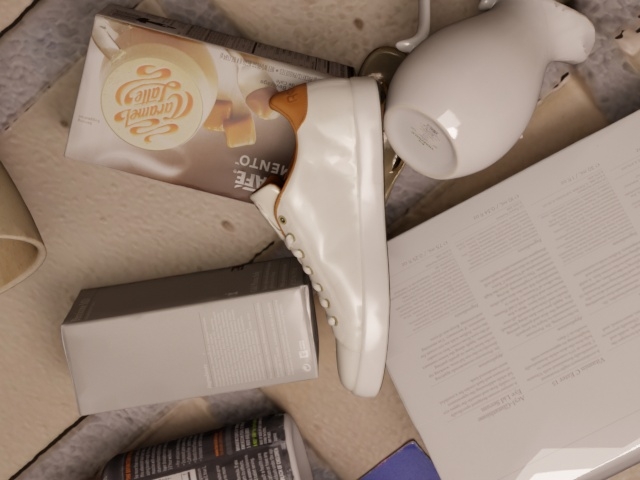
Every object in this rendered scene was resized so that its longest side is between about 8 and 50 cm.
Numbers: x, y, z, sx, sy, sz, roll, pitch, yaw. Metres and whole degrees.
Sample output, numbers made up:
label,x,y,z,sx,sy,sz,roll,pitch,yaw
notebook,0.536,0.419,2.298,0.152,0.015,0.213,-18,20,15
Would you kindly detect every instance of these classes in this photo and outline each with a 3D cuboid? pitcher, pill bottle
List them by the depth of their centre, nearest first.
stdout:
label,x,y,z,sx,sy,sz,roll,pitch,yaw
pitcher,0.130,-0.168,1.427,0.178,0.125,0.207,39,60,6
pill bottle,-0.133,0.261,1.554,0.245,0.130,0.130,-14,103,4

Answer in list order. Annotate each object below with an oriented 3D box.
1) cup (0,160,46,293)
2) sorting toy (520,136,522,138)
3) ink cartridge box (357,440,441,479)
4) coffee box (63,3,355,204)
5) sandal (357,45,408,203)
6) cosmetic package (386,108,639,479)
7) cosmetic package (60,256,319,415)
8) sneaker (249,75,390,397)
label,x,y,z,sx,sy,sz,roll,pitch,yaw
cup,-0.442,-0.052,1.412,0.331,0.331,0.237,-20,79,5
sorting toy,0.145,-0.126,1.503,0.083,0.045,0.075,-13,96,3
ink cartridge box,0.077,0.431,1.627,0.324,0.071,0.330,-39,102,10
coffee box,-0.102,-0.122,1.474,0.246,0.098,0.141,15,104,-3
sandal,0.056,-0.096,1.505,0.072,0.049,0.180,16,104,-3
cosmetic package,0.247,0.070,1.457,0.377,0.097,0.284,-27,68,7
cosmetic package,-0.122,0.091,1.515,0.238,0.127,0.107,-7,104,0
sneaker,0.000,0.000,1.407,0.123,0.106,0.290,-4,94,-3
